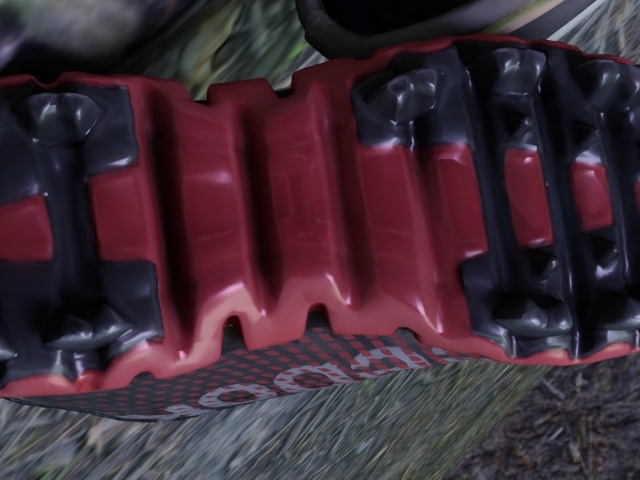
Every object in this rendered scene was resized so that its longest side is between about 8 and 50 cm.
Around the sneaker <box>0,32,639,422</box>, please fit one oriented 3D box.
[{"bbox_3d":[0.000,0.000,0.551,0.276,0.097,0.135,-4,170,-10],"label":"sneaker"}]

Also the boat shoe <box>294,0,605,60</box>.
[{"bbox_3d":[0.111,-0.158,0.547,0.305,0.109,0.091,-44,172,17],"label":"boat shoe"}]
